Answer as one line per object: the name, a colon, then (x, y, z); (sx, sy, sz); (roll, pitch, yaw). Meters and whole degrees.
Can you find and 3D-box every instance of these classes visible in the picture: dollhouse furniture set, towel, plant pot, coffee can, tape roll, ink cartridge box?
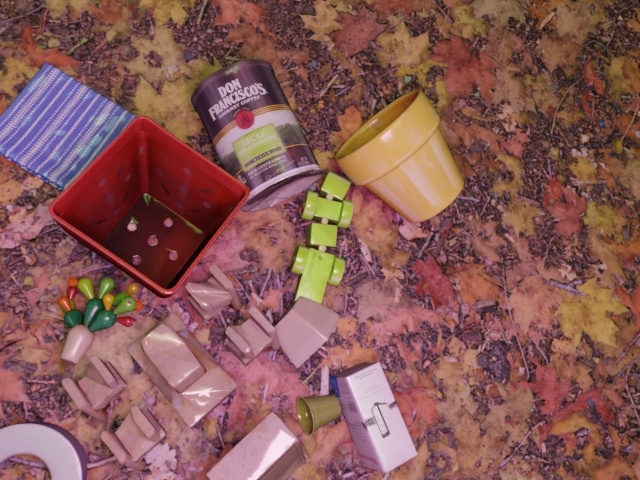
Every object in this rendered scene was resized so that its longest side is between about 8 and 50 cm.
dollhouse furniture set: (-0.222, 0.331, 1.140); (0.362, 0.257, 0.394); (-40, 67, -19)
towel: (-0.542, -0.226, 1.260); (0.335, 0.040, 0.243); (31, 71, -4)
plant pot: (-0.338, -0.035, 1.146); (0.267, 0.236, 0.267); (35, 64, -2)
coffee can: (-0.141, -0.231, 1.265); (0.201, 0.201, 0.276); (-24, 83, -17)
tape roll: (-0.563, 0.460, 1.071); (0.219, 0.072, 0.220); (3, 77, -12)
plant pot: (0.202, -0.181, 1.321); (0.239, 0.254, 0.254); (48, 71, -15)
plant pot: (0.000, 0.370, 1.222); (0.079, 0.083, 0.084); (-9, 78, -28)
plant pot: (-0.039, 0.186, 1.212); (0.096, 0.109, 0.109); (41, 117, -3)
ink cartridge box: (0.107, 0.372, 1.202); (0.085, 0.148, 0.203); (-20, 83, -18)

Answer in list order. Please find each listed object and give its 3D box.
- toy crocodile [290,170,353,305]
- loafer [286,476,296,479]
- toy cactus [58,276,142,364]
toy crocodile: (0.000, 0.000, 1.302); (0.115, 0.105, 0.341); (12, 79, -10)
loafer: (-0.082, 0.559, 1.177); (0.045, 0.039, 0.125); (33, 72, -38)
toy cactus: (-0.453, 0.159, 1.115); (0.218, 0.112, 0.181); (3, 57, 23)
